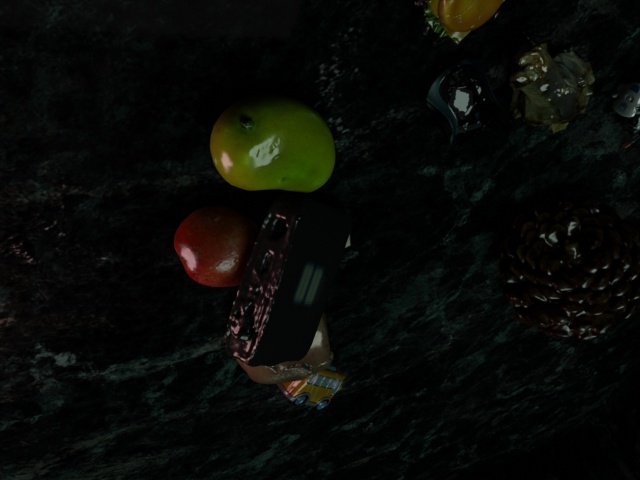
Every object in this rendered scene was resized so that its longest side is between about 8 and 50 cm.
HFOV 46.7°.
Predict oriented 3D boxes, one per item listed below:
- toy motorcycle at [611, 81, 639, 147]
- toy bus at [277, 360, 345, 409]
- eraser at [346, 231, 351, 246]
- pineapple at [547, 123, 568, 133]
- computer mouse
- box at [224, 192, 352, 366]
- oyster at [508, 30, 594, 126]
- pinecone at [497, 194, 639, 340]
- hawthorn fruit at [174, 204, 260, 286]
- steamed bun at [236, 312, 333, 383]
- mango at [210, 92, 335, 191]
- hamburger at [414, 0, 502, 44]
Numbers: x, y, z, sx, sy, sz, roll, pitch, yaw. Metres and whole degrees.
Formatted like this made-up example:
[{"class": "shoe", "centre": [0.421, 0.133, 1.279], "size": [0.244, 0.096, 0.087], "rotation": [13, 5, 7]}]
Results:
[{"class": "toy motorcycle", "centre": [0.786, -0.330, 1.830], "size": [0.150, 0.102, 0.221], "rotation": [-38, 146, -10]}, {"class": "toy bus", "centre": [-0.026, 0.388, 2.112], "size": [0.136, 0.126, 0.209], "rotation": [-49, 142, 11]}, {"class": "eraser", "centre": [0.000, 0.000, 1.731], "size": [0.150, 0.023, 0.104], "rotation": [-21, 144, -13]}, {"class": "pineapple", "centre": [0.572, -0.284, 1.796], "size": [0.045, 0.019, 0.083], "rotation": [-48, 145, 18]}, {"class": "computer mouse", "centre": [0.301, -0.281, 1.537], "size": [0.137, 0.096, 0.233], "rotation": [-35, 144, 7]}, {"class": "box", "centre": [-0.054, 0.083, 1.538], "size": [0.350, 0.091, 0.359], "rotation": [11, 100, -69]}, {"class": "oyster", "centre": [0.484, -0.339, 1.571], "size": [0.198, 0.133, 0.337], "rotation": [-48, 146, 12]}, {"class": "pinecone", "centre": [0.682, 0.095, 2.038], "size": [0.397, 0.398, 0.398], "rotation": [-19, 144, -15]}, {"class": "hawthorn fruit", "centre": [-0.204, 0.013, 1.468], "size": [0.172, 0.173, 0.173], "rotation": [-19, 144, -15]}, {"class": "steamed bun", "centre": [-0.086, 0.253, 1.828], "size": [0.251, 0.199, 0.301], "rotation": [-21, 144, -12]}, {"class": "mango", "centre": [-0.078, -0.176, 1.349], "size": [0.273, 0.149, 0.185], "rotation": [-1, 128, -44]}, {"class": "hamburger", "centre": [0.252, -0.444, 1.300], "size": [0.189, 0.093, 0.164], "rotation": [-31, 147, 4]}]
